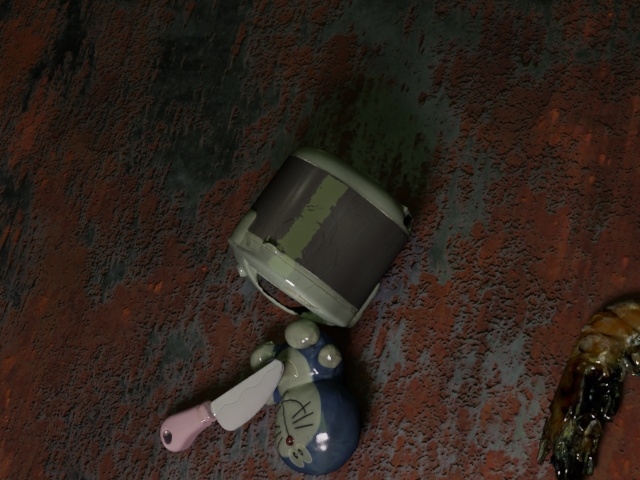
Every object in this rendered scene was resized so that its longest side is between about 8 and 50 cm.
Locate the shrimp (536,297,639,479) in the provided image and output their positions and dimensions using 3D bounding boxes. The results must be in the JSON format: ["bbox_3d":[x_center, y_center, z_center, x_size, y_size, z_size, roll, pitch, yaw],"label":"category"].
[{"bbox_3d":[0.496,0.264,1.531,0.233,0.071,0.365,19,73,21],"label":"shrimp"}]

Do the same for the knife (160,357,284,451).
[{"bbox_3d":[-0.178,0.309,1.724,0.336,0.043,0.081,-34,71,35],"label":"knife"}]

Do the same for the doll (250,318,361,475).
[{"bbox_3d":[-0.022,0.284,1.684,0.228,0.154,0.259,-38,47,43],"label":"doll"}]

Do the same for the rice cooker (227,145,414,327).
[{"bbox_3d":[-0.002,0.002,1.718,0.288,0.288,0.277,32,86,29],"label":"rice cooker"}]
